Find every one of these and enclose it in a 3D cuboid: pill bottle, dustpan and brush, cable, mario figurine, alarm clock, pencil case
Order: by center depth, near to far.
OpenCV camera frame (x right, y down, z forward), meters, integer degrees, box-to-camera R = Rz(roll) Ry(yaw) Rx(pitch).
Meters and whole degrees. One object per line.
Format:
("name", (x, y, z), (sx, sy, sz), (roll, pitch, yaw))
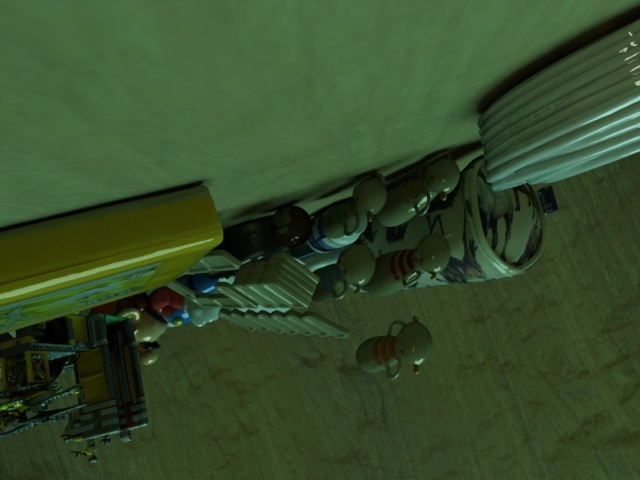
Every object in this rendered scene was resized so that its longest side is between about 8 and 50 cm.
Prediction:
("cable", (0.258, -0.117, 0.444), (0.257, 0.089, 0.257), (-19, 178, 14))
("alarm clock", (-0.101, 0.011, 0.767), (0.130, 0.064, 0.192), (-20, 180, 16))
("pencil case", (0.162, -0.014, 0.863), (0.160, 0.183, 0.410), (23, 161, -24))
("pill bottle", (0.026, -0.021, 0.868), (0.067, 0.067, 0.120), (-18, 177, -27))
("dustpan and brush", (-0.049, 0.062, 0.881), (0.211, 0.060, 0.147), (-13, 139, 4))
("mario figurine", (-0.254, 0.139, 0.939), (0.321, 0.170, 0.198), (-26, 145, -17))

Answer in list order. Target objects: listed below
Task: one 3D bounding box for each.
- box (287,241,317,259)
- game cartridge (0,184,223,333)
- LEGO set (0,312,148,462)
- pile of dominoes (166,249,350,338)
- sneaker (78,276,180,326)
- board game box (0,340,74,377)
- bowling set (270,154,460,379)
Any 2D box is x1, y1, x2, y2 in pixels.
("box", (0.000, 0.000, 1.168), (0.233, 0.059, 0.183), (-18, 176, -28))
("game cartridge", (-0.268, 0.049, 0.446), (0.324, 0.052, 0.285), (-19, 177, -26))
("LEGO set", (-0.379, 0.210, 0.695), (0.255, 0.192, 0.331), (-14, 165, -3))
("pile of dominoes", (-0.098, 0.060, 0.676), (0.251, 0.196, 0.040), (-8, -128, 50))
("sneaker", (-0.376, 0.146, 1.113), (0.269, 0.101, 0.153), (-10, 172, -37))
("board game box", (-0.566, 0.216, 0.961), (0.165, 0.042, 0.243), (-21, 158, 35))
("bowling set", (0.048, 0.009, 0.644), (0.200, 0.286, 0.154), (19, 153, -22))
